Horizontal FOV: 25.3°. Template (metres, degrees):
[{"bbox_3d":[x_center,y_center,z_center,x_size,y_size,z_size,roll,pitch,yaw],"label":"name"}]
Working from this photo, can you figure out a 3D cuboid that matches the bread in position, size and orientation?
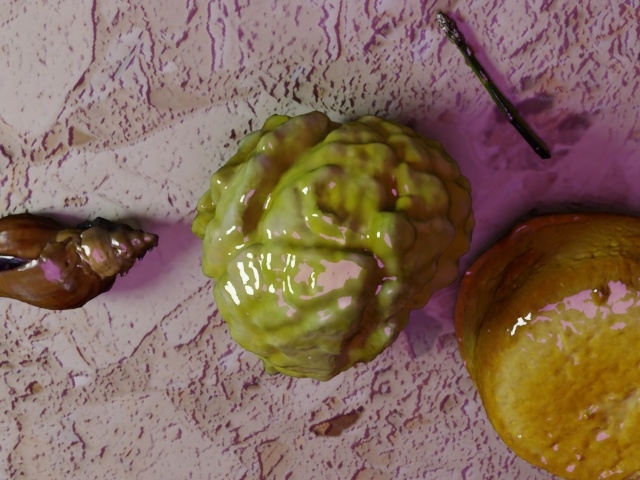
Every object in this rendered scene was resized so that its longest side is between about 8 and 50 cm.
[{"bbox_3d":[0.246,0.098,1.255,0.268,0.146,0.268,1,118,2],"label":"bread"}]

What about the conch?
[{"bbox_3d":[-0.254,0.021,1.253,0.232,0.080,0.086,-1,107,2],"label":"conch"}]

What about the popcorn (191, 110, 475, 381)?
[{"bbox_3d":[0.000,0.000,1.178,0.259,0.259,0.212,-37,95,16],"label":"popcorn"}]

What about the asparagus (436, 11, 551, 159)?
[{"bbox_3d":[0.147,-0.129,1.218,0.166,0.016,0.013,49,148,-20],"label":"asparagus"}]
